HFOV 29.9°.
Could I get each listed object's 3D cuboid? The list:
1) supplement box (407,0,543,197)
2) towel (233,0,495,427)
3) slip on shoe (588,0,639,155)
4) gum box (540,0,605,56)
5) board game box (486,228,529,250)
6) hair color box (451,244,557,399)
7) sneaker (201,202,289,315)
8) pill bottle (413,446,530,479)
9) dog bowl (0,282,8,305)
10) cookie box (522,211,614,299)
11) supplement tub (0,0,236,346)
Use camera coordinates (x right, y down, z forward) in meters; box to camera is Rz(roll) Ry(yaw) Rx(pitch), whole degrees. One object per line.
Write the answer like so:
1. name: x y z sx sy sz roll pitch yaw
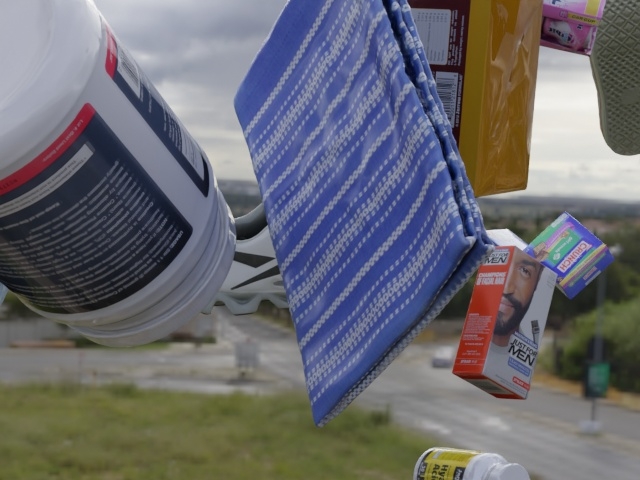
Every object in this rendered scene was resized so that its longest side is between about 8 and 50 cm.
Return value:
1. supplement box: 0.093 -0.148 1.150 0.194 0.191 0.129 9 10 30
2. towel: 0.011 -0.062 0.918 0.040 0.336 0.243 6 -39 -29
3. slip on shoe: 0.464 -0.283 1.813 0.123 0.331 0.101 -6 41 8
4. gum box: 0.274 -0.294 1.363 0.107 0.188 0.062 15 -39 9
5. board game box: 0.305 0.015 1.907 0.090 0.020 0.090 41 25 30
6. hair color box: 0.227 0.100 1.461 0.093 0.167 0.053 30 -23 -36
7. sneaker: 0.000 0.000 1.476 0.330 0.146 0.122 -7 25 -8
8. pill bottle: 0.153 0.242 1.197 0.065 0.065 0.116 0 -5 -36
9. dog bowl: -0.358 0.094 1.002 0.166 0.297 0.074 12 23 -18
10. cookie box: 0.372 0.022 1.797 0.040 0.092 0.107 46 2 -41
11. supplement tub: -0.195 -0.053 0.912 0.191 0.191 0.272 4 -30 27
